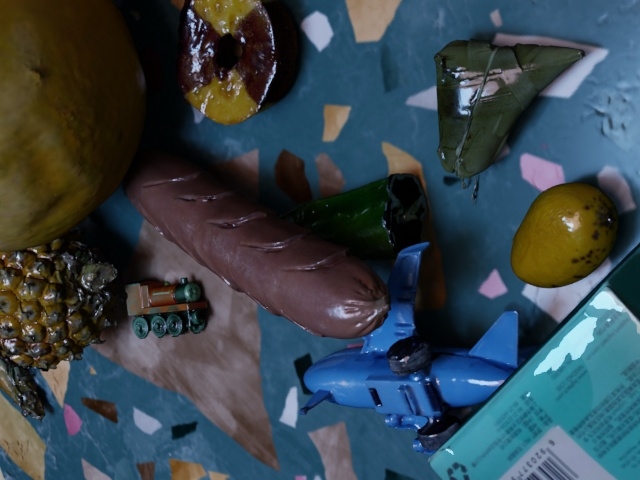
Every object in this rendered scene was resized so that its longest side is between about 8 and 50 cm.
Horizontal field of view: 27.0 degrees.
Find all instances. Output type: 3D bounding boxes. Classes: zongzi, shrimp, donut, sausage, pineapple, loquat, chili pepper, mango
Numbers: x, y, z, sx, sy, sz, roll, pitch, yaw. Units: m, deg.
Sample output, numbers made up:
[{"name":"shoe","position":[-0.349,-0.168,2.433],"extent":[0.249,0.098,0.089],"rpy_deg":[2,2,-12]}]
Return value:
[{"name":"zongzi","position":[0.163,-0.093,1.138],"extent":[0.130,0.062,0.154],"rpy_deg":[6,112,25]},{"name":"shrimp","position":[-0.373,0.131,1.629],"extent":[0.178,0.034,0.124],"rpy_deg":[46,119,25]},{"name":"donut","position":[-0.082,-0.186,1.298],"extent":[0.140,0.059,0.140],"rpy_deg":[10,107,36]},{"name":"sausage","position":[-0.073,0.000,1.266],"extent":[0.433,0.088,0.088],"rpy_deg":[29,119,48]},{"name":"pineapple","position":[-0.274,0.052,1.444],"extent":[0.136,0.176,0.161],"rpy_deg":[-17,58,31]},{"name":"loquat","position":[-0.331,-0.148,1.331],"extent":[0.328,0.328,0.329],"rpy_deg":[11,108,36]},{"name":"chili pepper","position":[0.000,0.000,1.278],"extent":[0.227,0.059,0.088],"rpy_deg":[-17,51,43]},{"name":"mango","position":[0.203,-0.002,1.124],"extent":[0.079,0.057,0.114],"rpy_deg":[51,130,8]}]

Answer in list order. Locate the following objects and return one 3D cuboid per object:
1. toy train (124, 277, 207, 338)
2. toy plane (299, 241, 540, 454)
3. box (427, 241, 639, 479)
[{"name":"toy train","position":[-0.166,0.073,1.444],"extent":[0.103,0.044,0.064],"rpy_deg":[-7,87,39]},{"name":"toy plane","position":[0.085,0.128,1.225],"extent":[0.271,0.105,0.254],"rpy_deg":[-10,110,35]},{"name":"box","position":[0.234,0.079,0.956],"extent":[0.118,0.311,0.205],"rpy_deg":[46,125,9]}]
